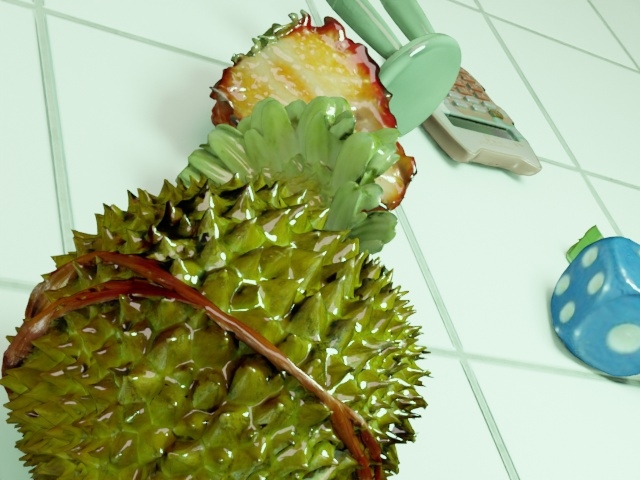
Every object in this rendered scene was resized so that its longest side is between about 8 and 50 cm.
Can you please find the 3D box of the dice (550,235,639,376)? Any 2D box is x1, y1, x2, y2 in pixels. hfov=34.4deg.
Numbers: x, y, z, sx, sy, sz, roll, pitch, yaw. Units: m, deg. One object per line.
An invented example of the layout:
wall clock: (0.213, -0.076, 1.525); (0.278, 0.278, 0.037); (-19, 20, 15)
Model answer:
dice: (0.413, 0.089, 1.427); (0.143, 0.146, 0.146); (30, 34, -12)

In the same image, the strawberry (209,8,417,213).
strawberry: (-0.009, -0.155, 1.365); (0.280, 0.150, 0.253); (32, 53, -9)

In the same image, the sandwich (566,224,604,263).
sandwich: (0.453, 0.030, 1.597); (0.116, 0.074, 0.074); (9, 43, -34)

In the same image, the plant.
plant: (-0.043, -0.014, 1.165); (0.261, 0.306, 0.297); (14, -8, 5)

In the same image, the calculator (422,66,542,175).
calculator: (0.231, -0.224, 1.743); (0.220, 0.048, 0.330); (7, 41, -34)

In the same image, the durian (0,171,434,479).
durian: (-0.077, 0.115, 0.838); (0.347, 0.348, 0.384); (36, 14, 0)

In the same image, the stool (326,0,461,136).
stool: (0.080, -0.278, 1.539); (0.195, 0.195, 0.199); (-12, 55, -48)
